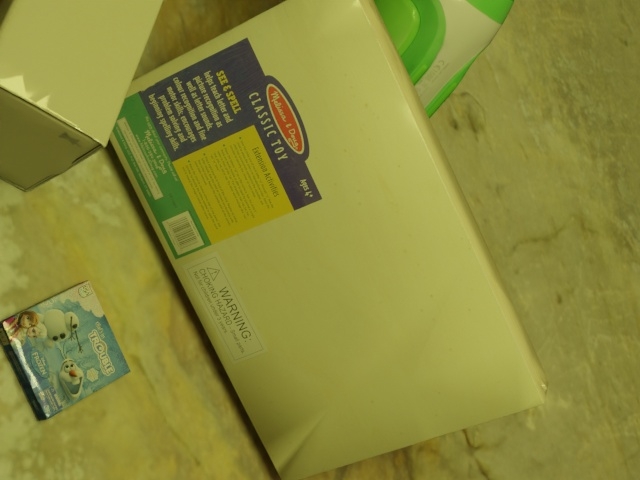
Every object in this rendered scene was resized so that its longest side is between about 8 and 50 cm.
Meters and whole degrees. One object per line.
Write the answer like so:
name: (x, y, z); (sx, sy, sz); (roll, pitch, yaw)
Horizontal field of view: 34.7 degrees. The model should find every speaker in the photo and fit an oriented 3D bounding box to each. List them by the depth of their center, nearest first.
speaker: (0.043, -0.146, 0.963); (0.131, 0.296, 0.131); (35, 22, -17)

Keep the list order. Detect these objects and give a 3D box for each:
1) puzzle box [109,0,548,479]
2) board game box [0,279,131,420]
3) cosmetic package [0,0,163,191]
puzzle box: (0.000, 0.000, 0.918); (0.409, 0.272, 0.052); (65, 23, -9)
board game box: (-0.219, 0.093, 0.874); (0.090, 0.020, 0.090); (-30, 99, -41)
cosmetic package: (-0.209, -0.213, 0.865); (0.113, 0.160, 0.309); (31, 60, -29)
